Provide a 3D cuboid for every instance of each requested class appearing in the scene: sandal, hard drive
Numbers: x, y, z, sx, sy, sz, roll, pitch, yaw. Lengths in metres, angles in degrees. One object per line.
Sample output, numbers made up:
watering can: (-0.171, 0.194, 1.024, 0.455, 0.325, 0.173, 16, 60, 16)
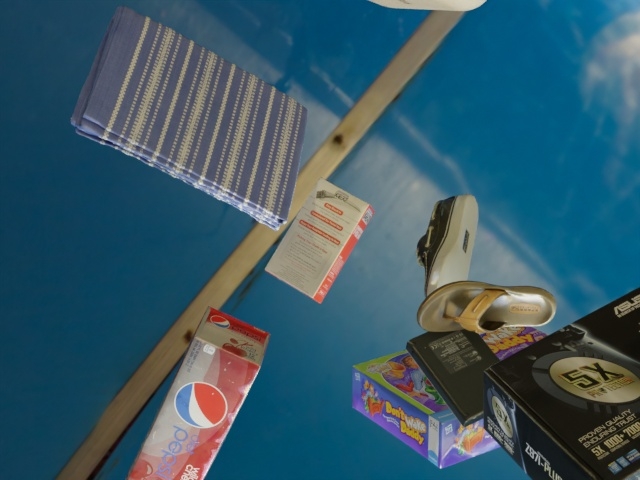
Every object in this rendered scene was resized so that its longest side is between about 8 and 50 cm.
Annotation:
sandal: (0.213, 0.092, 1.301, 0.180, 0.072, 0.049, 0, -151, 1)
hard drive: (0.185, 0.167, 1.313, 0.094, 0.022, 0.135, -21, -126, -22)

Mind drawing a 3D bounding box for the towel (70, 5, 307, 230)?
towel: (-0.176, -0.177, 1.473, 0.336, 0.040, 0.243, 27, -129, -23)

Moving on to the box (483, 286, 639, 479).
box: (0.249, 0.137, 0.837, 0.180, 0.078, 0.147, -24, -138, -19)

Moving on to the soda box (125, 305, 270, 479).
soda box: (-0.157, 0.219, 1.282, 0.092, 0.263, 0.083, 25, -156, -5)

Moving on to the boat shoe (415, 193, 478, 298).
boat shoe: (0.185, 0.021, 1.551, 0.078, 0.070, 0.219, 58, -141, -36)

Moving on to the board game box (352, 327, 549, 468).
board game box: (0.258, 0.235, 1.641, 0.347, 0.233, 0.078, -12, -69, -30)

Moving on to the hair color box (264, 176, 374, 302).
hair color box: (0.000, 0.000, 1.563, 0.093, 0.053, 0.167, 30, -94, 18)

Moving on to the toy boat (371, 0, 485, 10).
toy boat: (0.096, -0.331, 1.087, 0.231, 0.151, 0.151, 3, -82, -53)
